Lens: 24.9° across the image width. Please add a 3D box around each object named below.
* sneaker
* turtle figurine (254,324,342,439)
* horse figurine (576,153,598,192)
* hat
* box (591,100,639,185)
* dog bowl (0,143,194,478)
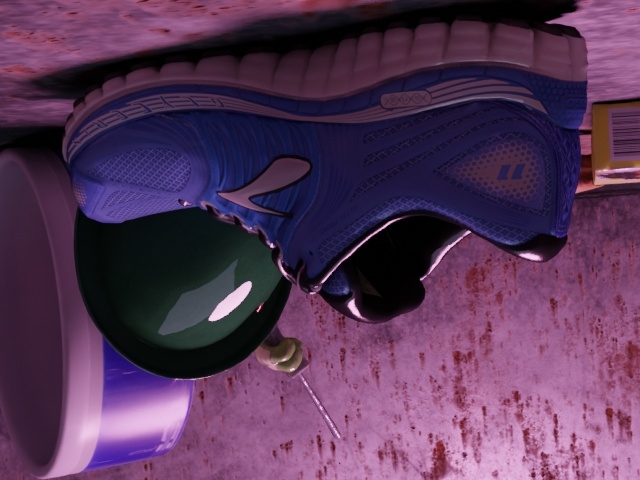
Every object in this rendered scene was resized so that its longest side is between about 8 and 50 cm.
[{"bbox_3d":[-0.013,-0.027,0.770,0.330,0.147,0.129,-4,179,39],"label":"sneaker"},{"bbox_3d":[0.000,0.000,1.160,0.197,0.275,0.266,-38,175,-2],"label":"turtle figurine"},{"bbox_3d":[0.171,-0.062,1.369,0.174,0.066,0.263,10,-174,24],"label":"horse figurine"},{"bbox_3d":[-0.031,-0.014,0.890,0.173,0.209,0.183,12,171,-37],"label":"hat"},{"bbox_3d":[0.276,-0.082,1.254,0.087,0.058,0.232,-4,180,11],"label":"box"},{"bbox_3d":[-0.194,0.053,1.171,0.104,0.265,0.265,-6,180,-26],"label":"dog bowl"}]
